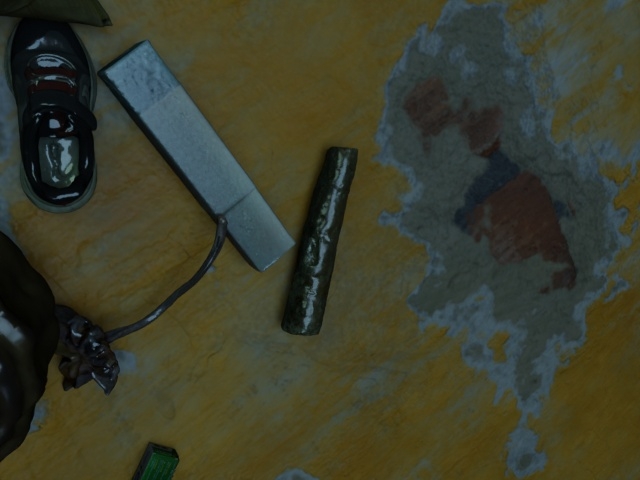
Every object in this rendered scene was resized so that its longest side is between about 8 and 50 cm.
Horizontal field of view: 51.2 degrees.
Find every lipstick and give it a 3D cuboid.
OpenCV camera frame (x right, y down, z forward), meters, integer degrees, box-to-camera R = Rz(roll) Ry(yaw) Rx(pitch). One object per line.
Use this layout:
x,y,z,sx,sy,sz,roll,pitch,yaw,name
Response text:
-0.150,-0.098,0.848,0.068,0.066,0.317,-42,116,-13,lipstick

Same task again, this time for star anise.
-0.236,0.072,0.840,0.148,0.218,0.227,46,49,8,star anise

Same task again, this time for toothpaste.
-0.250,0.368,0.913,0.043,0.037,0.178,25,88,-25,toothpaste

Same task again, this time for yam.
0.000,0.000,0.948,0.061,0.061,0.274,11,95,-28,yam

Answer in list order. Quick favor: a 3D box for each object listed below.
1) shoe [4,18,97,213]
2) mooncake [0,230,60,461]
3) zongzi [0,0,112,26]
-0.292,-0.138,0.744,0.099,0.112,0.227,-6,105,-24,shoe
-0.436,0.120,0.654,0.324,0.187,0.324,-4,108,-14,mooncake
-0.345,-0.222,0.593,0.317,0.154,0.289,42,51,-39,zongzi
